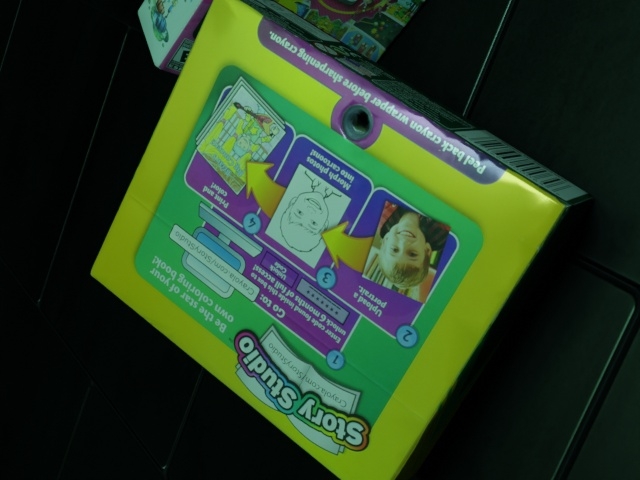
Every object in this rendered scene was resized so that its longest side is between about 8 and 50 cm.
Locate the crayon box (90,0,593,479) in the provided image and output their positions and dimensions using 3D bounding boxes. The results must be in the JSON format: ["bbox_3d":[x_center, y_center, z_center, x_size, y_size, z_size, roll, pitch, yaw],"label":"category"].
[{"bbox_3d":[0.000,0.000,0.823,0.363,0.106,0.313,36,112,20],"label":"crayon box"}]

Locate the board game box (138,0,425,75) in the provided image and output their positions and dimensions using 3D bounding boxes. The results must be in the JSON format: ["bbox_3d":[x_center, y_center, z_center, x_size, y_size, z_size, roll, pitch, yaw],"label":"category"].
[{"bbox_3d":[-0.008,-0.278,0.910,0.303,0.224,0.097,-49,46,31],"label":"board game box"}]
